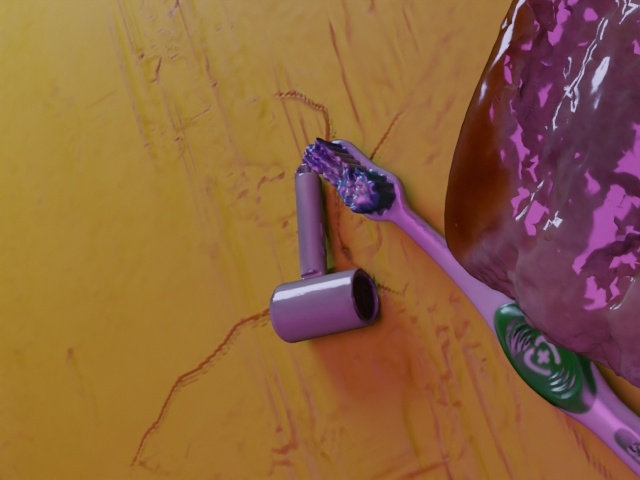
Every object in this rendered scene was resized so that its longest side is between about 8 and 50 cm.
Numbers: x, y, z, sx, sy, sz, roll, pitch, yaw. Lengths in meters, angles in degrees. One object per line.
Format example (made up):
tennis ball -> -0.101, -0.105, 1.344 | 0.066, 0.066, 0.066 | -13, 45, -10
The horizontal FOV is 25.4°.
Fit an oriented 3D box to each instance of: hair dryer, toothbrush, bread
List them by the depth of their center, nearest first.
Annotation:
bread -> 0.214, -0.038, 0.641 | 0.250, 0.279, 0.225 | -57, 41, 12
toothbrush -> 0.139, 0.073, 0.808 | 0.418, 0.040, 0.042 | 44, 109, 23
hair dryer -> 0.000, 0.000, 0.900 | 0.063, 0.038, 0.124 | -13, 70, 27
